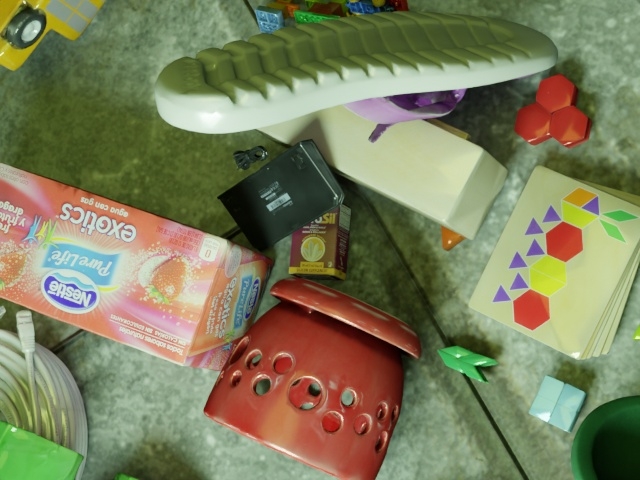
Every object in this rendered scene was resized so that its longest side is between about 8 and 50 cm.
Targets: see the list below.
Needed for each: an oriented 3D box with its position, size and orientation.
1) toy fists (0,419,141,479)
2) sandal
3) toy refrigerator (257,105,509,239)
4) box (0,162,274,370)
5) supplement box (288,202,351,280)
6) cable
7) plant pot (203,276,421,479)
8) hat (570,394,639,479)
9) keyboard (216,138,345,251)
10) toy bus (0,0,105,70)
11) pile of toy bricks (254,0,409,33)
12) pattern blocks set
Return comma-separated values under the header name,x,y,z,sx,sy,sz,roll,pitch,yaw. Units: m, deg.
name,x,y,z,sx,sy,sz,roll,pitch,yaw
toy fists,-0.265,0.304,1.506,0.279,0.096,0.142,27,74,-15
sandal,0.035,-0.151,1.400,0.416,0.102,0.169,-10,32,-19
toy refrigerator,0.057,-0.105,1.503,0.270,0.102,0.094,28,91,26
box,-0.226,0.031,1.561,0.300,0.154,0.142,18,88,19
supplement box,0.000,0.000,1.547,0.055,0.043,0.083,1,80,19
cable,-0.391,0.227,1.616,0.257,0.089,0.257,-24,76,14
plant pot,-0.003,0.140,1.447,0.191,0.191,0.174,21,85,21
hat,0.319,0.288,1.401,0.173,0.183,0.208,14,43,11
keyboard,-0.049,-0.059,1.518,0.108,0.023,0.180,55,142,-5
toy bus,-0.289,-0.353,1.659,0.108,0.130,0.332,38,94,19
pile of toy bricks,0.026,-0.272,1.569,0.212,0.118,0.105,17,52,31
pattern blocks set,0.254,0.018,1.464,0.285,0.026,0.324,35,94,25
